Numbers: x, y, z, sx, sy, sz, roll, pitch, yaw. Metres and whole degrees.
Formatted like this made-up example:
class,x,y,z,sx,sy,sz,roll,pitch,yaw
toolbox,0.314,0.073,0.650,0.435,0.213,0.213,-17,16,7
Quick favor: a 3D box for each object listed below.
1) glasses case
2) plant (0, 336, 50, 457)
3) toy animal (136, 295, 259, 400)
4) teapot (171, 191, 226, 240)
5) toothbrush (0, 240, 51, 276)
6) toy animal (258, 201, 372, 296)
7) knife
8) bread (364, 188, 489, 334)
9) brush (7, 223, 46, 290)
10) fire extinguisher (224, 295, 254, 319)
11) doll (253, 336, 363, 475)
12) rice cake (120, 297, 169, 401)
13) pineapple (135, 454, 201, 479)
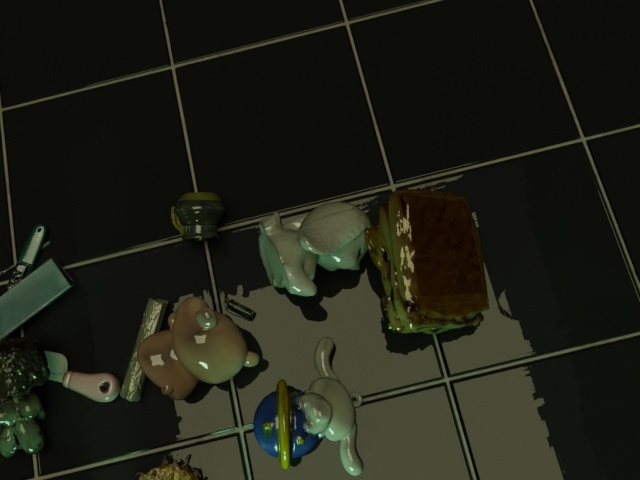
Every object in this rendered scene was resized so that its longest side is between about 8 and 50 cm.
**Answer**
class,x,y,z,sx,sy,sz,roll,pitch,yaw
glasses case,-0.748,0.166,1.710,0.266,0.056,0.105,-39,71,-7
plant,-0.707,0.366,1.581,0.146,0.149,0.275,10,103,39
toy animal,-0.300,0.255,1.567,0.229,0.210,0.221,21,65,46
teapot,-0.314,-0.057,1.712,0.165,0.130,0.119,-2,88,38
toothbrush,-0.772,0.049,1.767,0.167,0.014,0.011,-34,91,-5
toy animal,0.000,0.000,1.610,0.265,0.271,0.206,-22,98,-15
knife,-0.644,0.317,1.665,0.335,0.043,0.081,14,76,11
bread,0.239,0.054,1.573,0.277,0.167,0.325,2,76,-37
brush,-0.755,0.048,1.746,0.043,0.032,0.193,21,84,-3
fire extinguisher,-0.206,0.168,1.676,0.083,0.025,0.038,27,101,12
doll,-0.029,0.365,1.534,0.242,0.159,0.311,-2,70,6
rice cake,-0.426,0.261,1.654,0.052,0.057,0.256,7,74,25
pineapple,-0.343,0.600,1.551,0.221,0.047,0.221,-2,73,6
